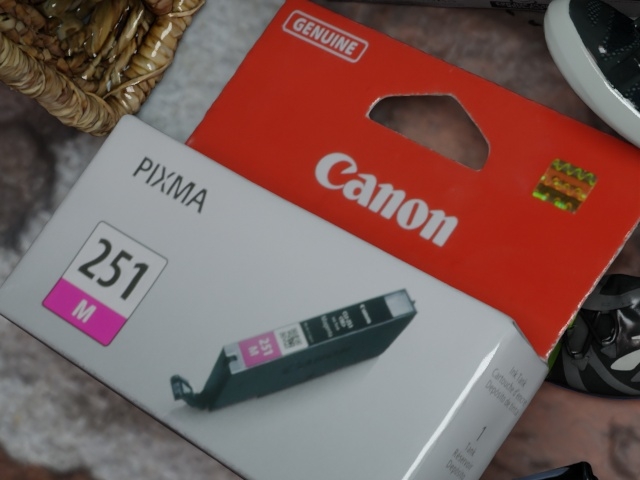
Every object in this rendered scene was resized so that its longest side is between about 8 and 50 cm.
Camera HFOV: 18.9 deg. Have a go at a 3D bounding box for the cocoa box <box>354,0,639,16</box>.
[{"bbox_3d":[0.159,-0.242,0.943,0.347,0.228,0.231,5,85,9],"label":"cocoa box"}]

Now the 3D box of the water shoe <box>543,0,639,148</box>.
[{"bbox_3d":[0.198,-0.064,0.901,0.203,0.073,0.080,41,122,9],"label":"water shoe"}]

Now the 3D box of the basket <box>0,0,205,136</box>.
[{"bbox_3d":[-0.104,-0.208,0.943,0.213,0.299,0.223,-30,79,3],"label":"basket"}]

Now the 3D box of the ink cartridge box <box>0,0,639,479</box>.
[{"bbox_3d":[0.000,0.000,0.957,0.275,0.060,0.239,29,81,36],"label":"ink cartridge box"}]

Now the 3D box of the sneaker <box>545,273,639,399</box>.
[{"bbox_3d":[0.117,0.042,0.998,0.188,0.078,0.067,9,86,8],"label":"sneaker"}]

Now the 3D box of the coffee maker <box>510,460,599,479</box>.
[{"bbox_3d":[0.063,0.187,0.947,0.178,0.171,0.120,-14,114,9],"label":"coffee maker"}]
